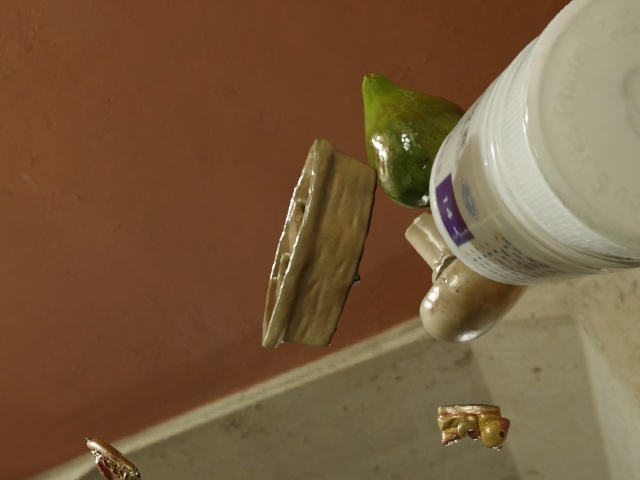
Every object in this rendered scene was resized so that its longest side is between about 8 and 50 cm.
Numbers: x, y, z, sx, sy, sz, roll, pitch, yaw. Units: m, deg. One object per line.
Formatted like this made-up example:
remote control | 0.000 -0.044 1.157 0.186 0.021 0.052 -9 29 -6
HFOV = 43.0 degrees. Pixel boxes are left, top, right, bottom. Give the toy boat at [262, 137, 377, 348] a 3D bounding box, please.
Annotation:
toy boat | 0.000 0.000 0.722 0.061 0.116 0.188 13 -61 -8

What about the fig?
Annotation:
fig | 0.150 -0.193 1.449 0.206 0.275 0.206 -32 -24 -16

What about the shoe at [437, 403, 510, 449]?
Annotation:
shoe | 0.239 0.291 1.277 0.109 0.069 0.072 3 -8 3

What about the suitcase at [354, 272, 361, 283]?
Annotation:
suitcase | 0.025 0.072 1.711 0.059 0.086 0.126 -30 -6 40

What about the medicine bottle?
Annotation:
medicine bottle | 0.209 -0.065 0.657 0.189 0.190 0.332 -12 -6 -5

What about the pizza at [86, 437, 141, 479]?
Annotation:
pizza | -0.237 0.268 0.945 0.100 0.029 0.099 50 -29 -2

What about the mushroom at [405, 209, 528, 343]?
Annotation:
mushroom | 0.302 0.066 1.803 0.292 0.290 0.292 -41 -14 -12
